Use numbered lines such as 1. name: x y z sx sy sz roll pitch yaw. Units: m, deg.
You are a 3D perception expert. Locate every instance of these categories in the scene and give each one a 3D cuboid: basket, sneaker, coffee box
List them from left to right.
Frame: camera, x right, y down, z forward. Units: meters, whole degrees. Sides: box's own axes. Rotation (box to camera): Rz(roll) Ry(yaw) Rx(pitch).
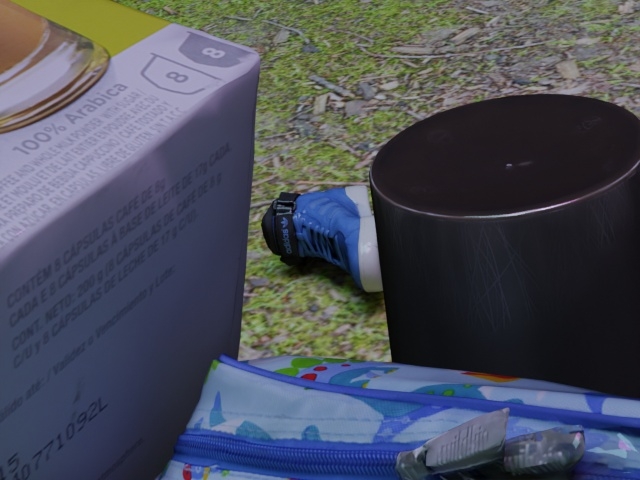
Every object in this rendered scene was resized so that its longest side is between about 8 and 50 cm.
1. coffee box: -0.259 0.082 0.544 0.334 0.338 0.337 23 39 21
2. sneaker: 0.000 0.001 0.973 0.085 0.058 0.152 -7 23 -2
3. basket: 0.105 0.057 0.645 0.154 0.226 0.204 -4 29 17

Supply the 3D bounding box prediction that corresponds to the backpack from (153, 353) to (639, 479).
1. backpack: 0.084 0.159 0.429 0.356 0.290 0.273 -15 67 28
